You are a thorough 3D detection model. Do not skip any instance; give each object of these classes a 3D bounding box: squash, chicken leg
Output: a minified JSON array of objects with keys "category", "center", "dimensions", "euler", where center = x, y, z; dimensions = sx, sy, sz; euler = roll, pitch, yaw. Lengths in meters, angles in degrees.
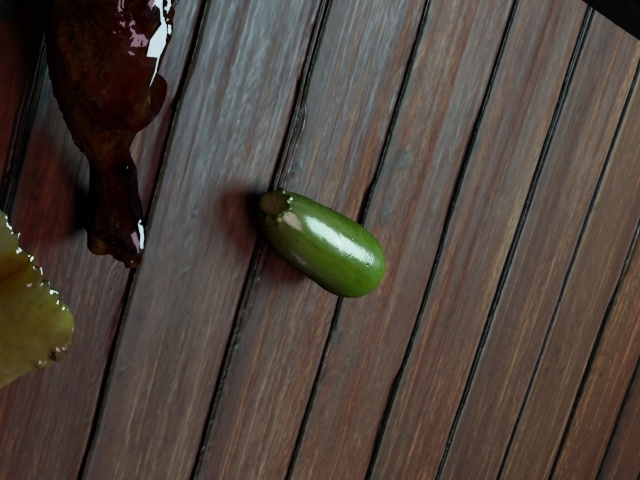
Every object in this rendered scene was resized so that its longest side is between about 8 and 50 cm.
[{"category":"squash","center":[0.000,0.000,1.660],"dimensions":[0.066,0.066,0.201],"euler":[-60,148,-5]},{"category":"chicken leg","center":[-0.133,-0.144,1.294],"dimensions":[0.158,0.096,0.407],"euler":[-56,160,-57]}]

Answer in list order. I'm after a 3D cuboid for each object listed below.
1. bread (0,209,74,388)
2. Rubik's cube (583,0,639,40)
[{"category":"bread","center":[-0.344,0.090,0.989],"dimensions":[0.361,0.245,0.233],"euler":[-56,152,-20]},{"category":"Rubik's cube","center":[0.214,-0.378,1.380],"dimensions":[0.316,0.313,0.318],"euler":[-47,152,-5]}]
